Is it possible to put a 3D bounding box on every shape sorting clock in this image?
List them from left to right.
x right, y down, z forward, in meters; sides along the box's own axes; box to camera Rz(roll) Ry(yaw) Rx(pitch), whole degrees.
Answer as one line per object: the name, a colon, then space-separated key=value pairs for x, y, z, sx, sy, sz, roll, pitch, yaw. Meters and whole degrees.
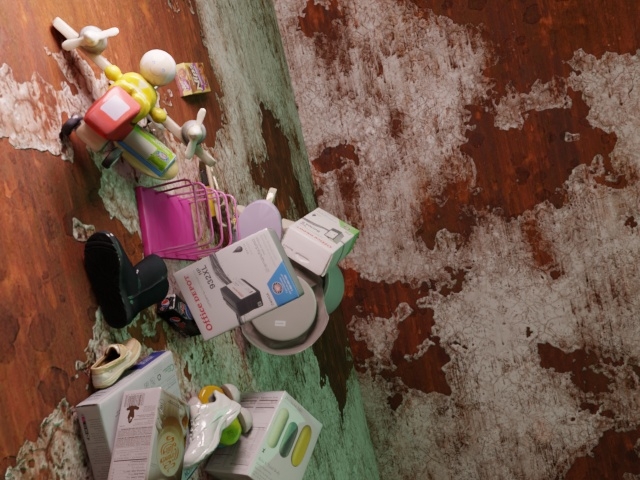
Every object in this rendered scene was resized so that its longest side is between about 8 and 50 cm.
shape sorting clock: x=-0.485 y=-0.244 z=1.583 sx=0.206 sy=0.040 sz=0.206 roll=36 pitch=29 yaw=-24

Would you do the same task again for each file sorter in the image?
file sorter: x=-0.379 y=-0.058 z=1.695 sx=0.291 sy=0.183 sz=0.201 roll=16 pitch=64 yaw=-75

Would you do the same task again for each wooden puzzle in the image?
wooden puzzle: x=-0.377 y=-0.153 z=1.946 sx=0.221 sy=0.044 sz=0.238 roll=-177 pitch=-109 yaw=-77

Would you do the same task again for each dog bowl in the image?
dog bowl: x=-0.143 y=0.244 z=2.110 sx=0.102 sy=0.349 sz=0.348 roll=150 pitch=-70 yaw=-79

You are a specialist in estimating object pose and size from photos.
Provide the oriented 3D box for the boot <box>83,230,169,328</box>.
boot: x=-0.468 y=0.070 z=1.406 sx=0.207 sy=0.094 sz=0.246 roll=-53 pitch=137 yaw=-67

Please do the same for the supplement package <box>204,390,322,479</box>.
supplement package: x=-0.163 y=0.617 z=1.702 sx=0.199 sy=0.198 sz=0.262 roll=49 pitch=47 yaw=-26

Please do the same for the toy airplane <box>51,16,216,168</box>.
toy airplane: x=-0.455 y=-0.369 z=1.442 sx=0.386 sy=0.272 sz=0.384 roll=14 pitch=40 yaw=-55

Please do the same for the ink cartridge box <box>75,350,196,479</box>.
ink cartridge box: x=-0.417 y=0.470 z=1.345 sx=0.324 sy=0.072 sz=0.329 roll=-35 pitch=116 yaw=-75

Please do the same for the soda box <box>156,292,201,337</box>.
soda box: x=-0.400 y=0.218 z=1.634 sx=0.169 sy=0.060 sz=0.053 roll=61 pitch=18 yaw=-52

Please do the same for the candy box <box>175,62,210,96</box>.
candy box: x=-0.465 y=-0.583 z=2.063 sx=0.186 sy=0.053 sz=0.109 roll=-58 pitch=135 yaw=-69

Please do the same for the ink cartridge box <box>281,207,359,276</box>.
ink cartridge box: x=0.000 y=0.000 z=2.164 sx=0.273 sy=0.199 sz=0.114 roll=-38 pitch=155 yaw=-60

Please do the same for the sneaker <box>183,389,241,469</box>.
sneaker: x=-0.310 y=0.490 z=1.492 sx=0.115 sy=0.090 sz=0.232 roll=42 pitch=36 yaw=-4

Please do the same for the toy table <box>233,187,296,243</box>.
toy table: x=-0.220 y=-0.053 z=2.150 sx=0.274 sy=0.252 sz=0.160 roll=-61 pitch=-176 yaw=29

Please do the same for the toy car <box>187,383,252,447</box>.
toy car: x=-0.298 y=0.516 z=1.645 sx=0.182 sy=0.159 sz=0.136 roll=55 pitch=-42 yaw=26

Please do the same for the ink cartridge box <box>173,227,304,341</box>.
ink cartridge box: x=-0.235 y=0.126 z=1.665 sx=0.223 sy=0.308 sz=0.129 roll=64 pitch=5 yaw=1

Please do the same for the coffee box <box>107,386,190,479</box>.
coffee box: x=-0.365 y=0.457 z=1.217 sx=0.141 sy=0.098 sz=0.246 roll=59 pitch=26 yaw=-54

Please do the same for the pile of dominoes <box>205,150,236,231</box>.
pile of dominoes: x=-0.366 y=-0.165 z=2.024 sx=0.251 sy=0.040 sz=0.195 roll=75 pitch=-5 yaw=-47

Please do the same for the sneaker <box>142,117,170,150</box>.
sneaker: x=-0.502 y=-0.312 z=1.702 sx=0.071 sy=0.066 sz=0.188 roll=12 pitch=61 yaw=-57

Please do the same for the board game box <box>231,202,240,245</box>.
board game box: x=-0.313 y=-0.007 z=2.246 sx=0.136 sy=0.030 sz=0.259 roll=54 pitch=28 yaw=-55

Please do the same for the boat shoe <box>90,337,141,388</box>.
boat shoe: x=-0.469 y=0.267 z=1.311 sx=0.170 sy=0.063 sz=0.059 roll=-68 pitch=150 yaw=-65

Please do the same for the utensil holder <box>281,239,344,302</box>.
utensil holder: x=-0.081 y=0.178 z=2.414 sx=0.385 sy=0.328 sz=0.327 roll=30 pitch=50 yaw=-75
